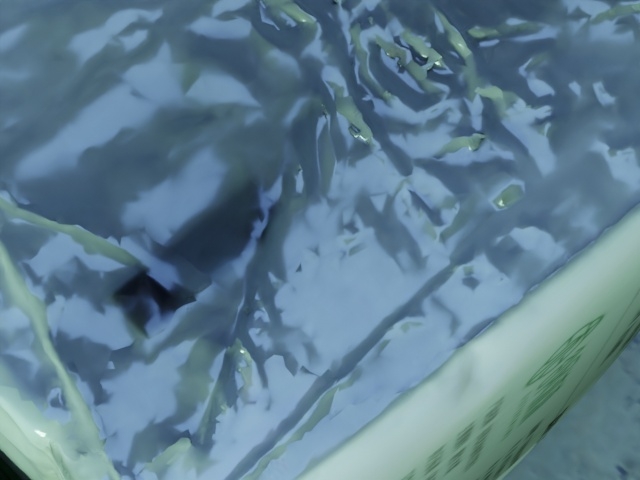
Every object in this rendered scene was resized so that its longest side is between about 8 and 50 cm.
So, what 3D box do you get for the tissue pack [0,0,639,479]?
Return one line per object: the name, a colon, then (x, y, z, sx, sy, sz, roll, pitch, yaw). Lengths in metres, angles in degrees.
tissue pack: (-0.001, -0.001, 0.626, 0.266, 0.356, 0.194, -39, 77, -13)
